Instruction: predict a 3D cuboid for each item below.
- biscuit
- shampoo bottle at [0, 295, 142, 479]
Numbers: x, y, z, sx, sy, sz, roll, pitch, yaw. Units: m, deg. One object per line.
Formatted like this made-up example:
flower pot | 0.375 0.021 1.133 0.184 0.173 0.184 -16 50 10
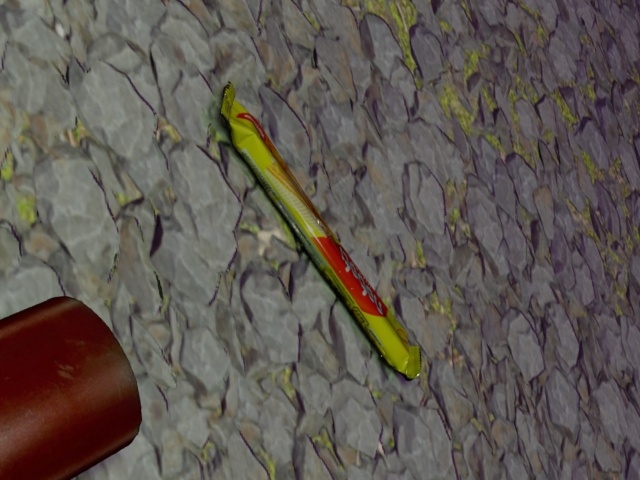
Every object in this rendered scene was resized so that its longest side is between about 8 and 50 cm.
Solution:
biscuit | 0.000 0.000 1.260 0.292 0.026 0.048 55 15 -25
shampoo bottle | -0.200 0.108 0.842 0.260 0.064 0.102 -24 88 -59
